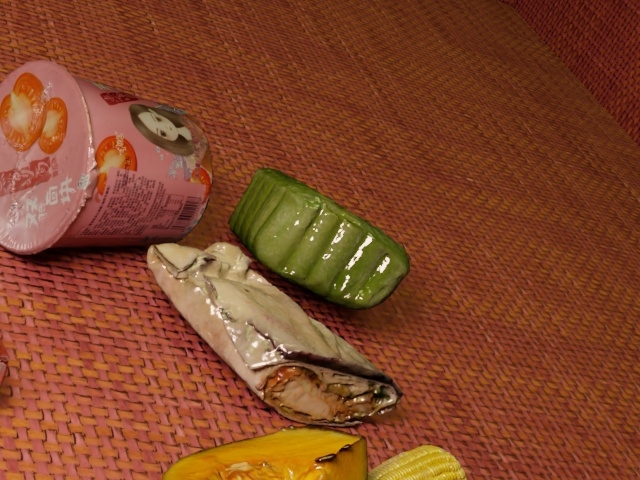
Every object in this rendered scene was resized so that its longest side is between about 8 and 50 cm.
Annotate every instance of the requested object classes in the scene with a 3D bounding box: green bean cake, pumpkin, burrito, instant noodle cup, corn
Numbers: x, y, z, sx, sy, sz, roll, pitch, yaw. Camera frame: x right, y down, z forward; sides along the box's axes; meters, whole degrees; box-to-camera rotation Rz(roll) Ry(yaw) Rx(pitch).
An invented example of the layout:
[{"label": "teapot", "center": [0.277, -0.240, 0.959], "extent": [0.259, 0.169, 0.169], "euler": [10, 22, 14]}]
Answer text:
[{"label": "green bean cake", "center": [0.000, 0.000, 1.680], "extent": [0.222, 0.125, 0.248], "euler": [30, 6, -19]}, {"label": "pumpkin", "center": [-0.077, 0.298, 1.225], "extent": [0.169, 0.148, 0.312], "euler": [-3, 6, 26]}, {"label": "burrito", "center": [-0.070, 0.120, 1.513], "extent": [0.348, 0.107, 0.175], "euler": [40, 30, 16]}, {"label": "instant noodle cup", "center": [-0.283, -0.096, 1.554], "extent": [0.231, 0.243, 0.243], "euler": [5, 35, -48]}, {"label": "corn", "center": [0.107, 0.295, 1.430], "extent": [0.165, 0.063, 0.085], "euler": [-15, 74, -50]}]

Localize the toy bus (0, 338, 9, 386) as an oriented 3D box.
[{"label": "toy bus", "center": [-0.401, 0.079, 1.287], "extent": [0.073, 0.096, 0.235], "euler": [6, 36, -41]}]
